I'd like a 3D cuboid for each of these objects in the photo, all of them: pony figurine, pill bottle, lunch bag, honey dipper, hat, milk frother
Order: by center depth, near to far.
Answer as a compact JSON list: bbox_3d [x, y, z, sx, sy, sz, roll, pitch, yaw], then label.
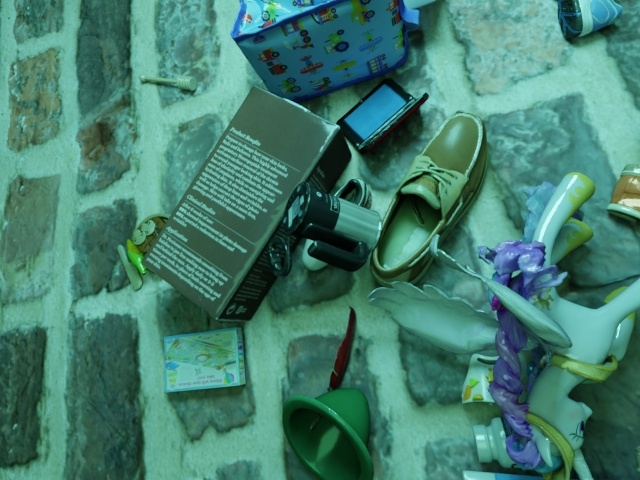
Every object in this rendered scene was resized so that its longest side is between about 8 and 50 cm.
[{"bbox_3d":[0.281,0.091,0.556,0.351,0.303,0.363,39,74,5],"label":"pony figurine"},{"bbox_3d":[0.285,0.287,0.602,0.120,0.067,0.066,-10,75,14],"label":"pill bottle"},{"bbox_3d":[0.000,0.000,0.668,0.143,0.135,0.129,-34,43,51],"label":"milk frother"},{"bbox_3d":[0.057,0.270,0.698,0.173,0.184,0.208,26,127,27],"label":"hat"},{"bbox_3d":[0.026,-0.368,0.750,0.294,0.221,0.138,-2,77,16],"label":"lunch bag"},{"bbox_3d":[-0.357,-0.367,0.969,0.161,0.030,0.030,13,81,22],"label":"honey dipper"}]

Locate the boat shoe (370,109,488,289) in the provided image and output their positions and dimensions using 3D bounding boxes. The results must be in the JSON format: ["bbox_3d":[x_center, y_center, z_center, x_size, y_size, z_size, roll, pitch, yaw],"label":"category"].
[{"bbox_3d":[0.181,-0.068,0.688,0.123,0.120,0.323,24,85,20],"label":"boat shoe"}]

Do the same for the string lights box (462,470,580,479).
[{"bbox_3d":[0.323,0.384,0.534,0.260,0.076,0.133,-4,44,16],"label":"string lights box"}]

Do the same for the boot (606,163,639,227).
[{"bbox_3d":[0.516,-0.045,0.620,0.158,0.059,0.084,29,90,29],"label":"boot"}]

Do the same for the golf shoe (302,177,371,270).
[{"bbox_3d":[0.019,-0.031,0.747,0.068,0.086,0.186,32,89,20],"label":"golf shoe"}]

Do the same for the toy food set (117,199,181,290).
[{"bbox_3d":[-0.344,0.003,0.871,0.192,0.038,0.132,-36,70,6],"label":"toy food set"}]

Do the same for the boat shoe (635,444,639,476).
[{"bbox_3d":[0.542,0.202,0.525,0.342,0.121,0.110,-23,67,0],"label":"boat shoe"}]

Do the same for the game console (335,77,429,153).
[{"bbox_3d":[0.107,-0.237,0.772,0.144,0.124,0.085,-41,96,4],"label":"game console"}]

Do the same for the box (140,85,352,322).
[{"bbox_3d":[-0.127,-0.063,0.769,0.191,0.143,0.381,32,89,18],"label":"box"}]

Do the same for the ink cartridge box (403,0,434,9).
[{"bbox_3d":[0.122,-0.486,0.810,0.233,0.066,0.189,-7,46,35],"label":"ink cartridge box"}]

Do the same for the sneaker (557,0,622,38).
[{"bbox_3d":[0.453,-0.454,0.727,0.081,0.080,0.210,-9,85,8],"label":"sneaker"}]

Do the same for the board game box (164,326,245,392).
[{"bbox_3d":[-0.219,0.224,0.789,0.154,0.026,0.103,-10,75,14],"label":"board game box"}]

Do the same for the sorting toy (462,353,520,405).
[{"bbox_3d":[0.261,0.214,0.646,0.084,0.044,0.075,-1,58,16],"label":"sorting toy"}]
